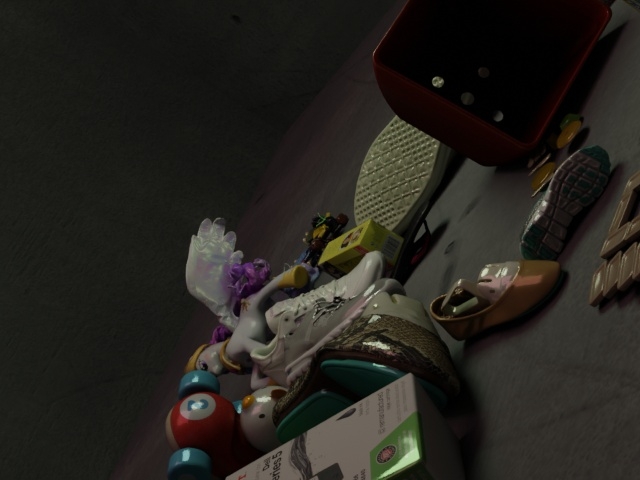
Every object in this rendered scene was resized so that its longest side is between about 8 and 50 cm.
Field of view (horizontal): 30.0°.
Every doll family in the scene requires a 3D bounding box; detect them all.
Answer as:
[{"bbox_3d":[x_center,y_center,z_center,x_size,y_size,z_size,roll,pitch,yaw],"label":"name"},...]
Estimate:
[{"bbox_3d":[0.000,0.000,2.643,0.111,0.076,0.193,-39,26,47],"label":"doll family"}]

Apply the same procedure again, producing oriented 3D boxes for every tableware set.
[{"bbox_3d":[0.330,-0.118,1.650,0.104,0.024,0.154,-48,13,26],"label":"tableware set"}]

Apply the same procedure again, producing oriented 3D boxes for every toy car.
[{"bbox_3d":[-0.116,0.303,2.005,0.238,0.210,0.219,-38,29,26],"label":"toy car"}]

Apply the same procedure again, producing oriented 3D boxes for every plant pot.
[{"bbox_3d":[0.244,-0.262,1.834,0.267,0.267,0.236,-58,-7,-17],"label":"plant pot"}]

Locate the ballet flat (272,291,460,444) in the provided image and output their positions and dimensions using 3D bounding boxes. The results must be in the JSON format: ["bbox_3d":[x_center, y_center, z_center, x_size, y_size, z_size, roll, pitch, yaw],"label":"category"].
[{"bbox_3d":[0.064,0.169,1.640,0.182,0.164,0.483,-65,10,-27],"label":"ballet flat"}]

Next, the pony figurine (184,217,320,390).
[{"bbox_3d":[-0.134,0.150,2.399,0.363,0.302,0.351,-13,52,53],"label":"pony figurine"}]

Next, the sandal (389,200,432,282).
[{"bbox_3d":[0.157,0.016,2.007,0.067,0.040,0.179,-76,6,-74],"label":"sandal"}]

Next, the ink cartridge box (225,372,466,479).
[{"bbox_3d":[0.022,0.298,1.347,0.272,0.115,0.198,-31,18,12],"label":"ink cartridge box"}]

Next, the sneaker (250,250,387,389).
[{"bbox_3d":[-0.003,0.131,2.062,0.305,0.152,0.114,-53,8,13],"label":"sneaker"}]

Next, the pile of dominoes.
[{"bbox_3d":[0.369,-0.028,1.244,0.196,0.040,0.251,-63,4,-25],"label":"pile of dominoes"}]

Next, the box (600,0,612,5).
[{"bbox_3d":[0.476,-0.434,1.875,0.137,0.027,0.094,-51,14,29],"label":"box"}]

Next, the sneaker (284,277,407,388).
[{"bbox_3d":[0.022,0.131,1.930,0.281,0.105,0.115,-41,56,33],"label":"sneaker"}]

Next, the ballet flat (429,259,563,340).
[{"bbox_3d":[0.211,0.070,1.500,0.232,0.073,0.080,-41,18,55],"label":"ballet flat"}]

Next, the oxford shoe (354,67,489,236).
[{"bbox_3d":[0.201,-0.191,2.172,0.130,0.169,0.449,5,-65,-51],"label":"oxford shoe"}]

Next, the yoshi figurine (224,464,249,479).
[{"bbox_3d":[-0.110,0.411,1.605,0.203,0.204,0.362,-22,-6,23],"label":"yoshi figurine"}]

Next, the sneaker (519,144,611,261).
[{"bbox_3d":[0.298,-0.050,1.497,0.166,0.065,0.076,-54,7,7],"label":"sneaker"}]

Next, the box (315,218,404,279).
[{"bbox_3d":[0.074,0.026,2.200,0.058,0.087,0.232,-64,13,-20],"label":"box"}]

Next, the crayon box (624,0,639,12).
[{"bbox_3d":[0.374,-0.369,1.478,0.081,0.278,0.165,-58,11,4],"label":"crayon box"}]
